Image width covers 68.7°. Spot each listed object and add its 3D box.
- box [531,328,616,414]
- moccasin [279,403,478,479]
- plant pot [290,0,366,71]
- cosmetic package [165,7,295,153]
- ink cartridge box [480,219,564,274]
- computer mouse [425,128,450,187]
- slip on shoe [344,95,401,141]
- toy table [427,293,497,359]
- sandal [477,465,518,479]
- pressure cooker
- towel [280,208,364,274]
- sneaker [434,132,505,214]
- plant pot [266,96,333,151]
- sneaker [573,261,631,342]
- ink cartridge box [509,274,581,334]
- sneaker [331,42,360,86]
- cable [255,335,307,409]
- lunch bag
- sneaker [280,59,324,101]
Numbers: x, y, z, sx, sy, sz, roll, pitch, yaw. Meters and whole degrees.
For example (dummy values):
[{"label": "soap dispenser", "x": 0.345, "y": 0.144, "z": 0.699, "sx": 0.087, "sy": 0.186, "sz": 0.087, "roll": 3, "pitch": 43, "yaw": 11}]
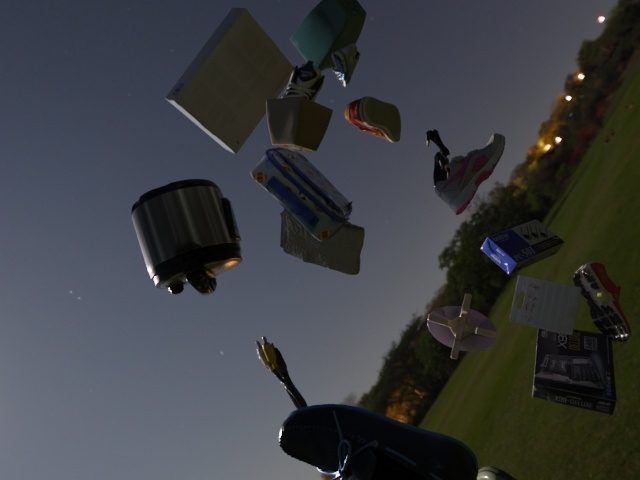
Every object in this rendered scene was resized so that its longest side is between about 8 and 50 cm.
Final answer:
[{"label": "box", "x": 0.885, "y": 0.439, "z": 1.644, "sx": 0.307, "sy": 0.242, "sz": 0.076, "roll": -52, "pitch": -39, "yaw": -47}, {"label": "moccasin", "x": 0.086, "y": 0.362, "z": 0.783, "sx": 0.117, "sy": 0.342, "sz": 0.137, "roll": -57, "pitch": -34, "yaw": -61}, {"label": "plant pot", "x": 0.041, "y": -0.754, "z": 1.669, "sx": 0.166, "sy": 0.165, "sz": 0.234, "roll": -35, "pitch": -3, "yaw": -37}, {"label": "cosmetic package", "x": -0.291, "y": -0.530, "z": 1.580, "sx": 0.377, "sy": 0.097, "sz": 0.284, "roll": -55, "pitch": -47, "yaw": -5}, {"label": "ink cartridge box", "x": 0.513, "y": 0.013, "z": 1.184, "sx": 0.207, "sy": 0.097, "sz": 0.046, "roll": -16, "pitch": -40, "yaw": -31}, {"label": "computer mouse", "x": 0.466, "y": -0.312, "z": 1.811, "sx": 0.184, "sy": 0.060, "sz": 0.262, "roll": 42, "pitch": -133, "yaw": -37}, {"label": "slip on shoe", "x": 0.189, "y": -0.406, "z": 1.582, "sx": 0.331, "sy": 0.101, "sz": 0.123, "roll": 1, "pitch": -87, "yaw": -57}, {"label": "toy table", "x": 0.561, "y": 0.343, "z": 1.856, "sx": 0.161, "sy": 0.274, "sz": 0.252, "roll": 41, "pitch": -127, "yaw": -70}, {"label": "sandal", "x": 0.346, "y": 0.560, "z": 0.997, "sx": 0.086, "sy": 0.120, "sz": 0.302, "roll": -56, "pitch": -22, "yaw": -31}, {"label": "pressure cooker", "x": -0.507, "y": 0.015, "z": 1.833, "sx": 0.376, "sy": 0.420, "sz": 0.370, "roll": -27, "pitch": -12, "yaw": 33}, {"label": "towel", "x": 0.000, "y": 0.000, "z": 1.505, "sx": 0.049, "sy": 0.282, "sz": 0.187, "roll": -58, "pitch": -21, "yaw": -47}, {"label": "sneaker", "x": 0.398, "y": -0.196, "z": 1.252, "sx": 0.252, "sy": 0.111, "sz": 0.103, "roll": -51, "pitch": -16, "yaw": -10}, {"label": "plant pot", "x": -0.051, "y": -0.249, "z": 1.026, "sx": 0.109, "sy": 0.109, "sz": 0.096, "roll": 4, "pitch": -86, "yaw": -50}, {"label": "sneaker", "x": 0.957, "y": 0.198, "z": 1.547, "sx": 0.118, "sy": 0.279, "sz": 0.107, "roll": -23, "pitch": -3, "yaw": -22}, {"label": "ink cartridge box", "x": 0.660, "y": 0.190, "z": 1.385, "sx": 0.045, "sy": 0.179, "sz": 0.145, "roll": 15, "pitch": -93, "yaw": -79}, {"label": "sneaker", "x": 0.084, "y": -0.524, "z": 1.395, "sx": 0.083, "sy": 0.071, "sz": 0.191, "roll": -39, "pitch": -1, "yaw": 0}, {"label": "cable", "x": -0.137, "y": 0.461, "z": 1.558, "sx": 0.072, "sy": 0.287, "sz": 0.139, "roll": -15, "pitch": -29, "yaw": -27}, {"label": "lunch bag", "x": -0.041, "y": -0.133, "z": 1.315, "sx": 0.115, "sy": 0.303, "sz": 0.243, "roll": -48, "pitch": -2, "yaw": 18}, {"label": "sneaker", "x": -0.057, "y": -0.389, "z": 1.222, "sx": 0.235, "sy": 0.094, "sz": 0.153, "roll": -51, "pitch": -17, "yaw": -58}]
